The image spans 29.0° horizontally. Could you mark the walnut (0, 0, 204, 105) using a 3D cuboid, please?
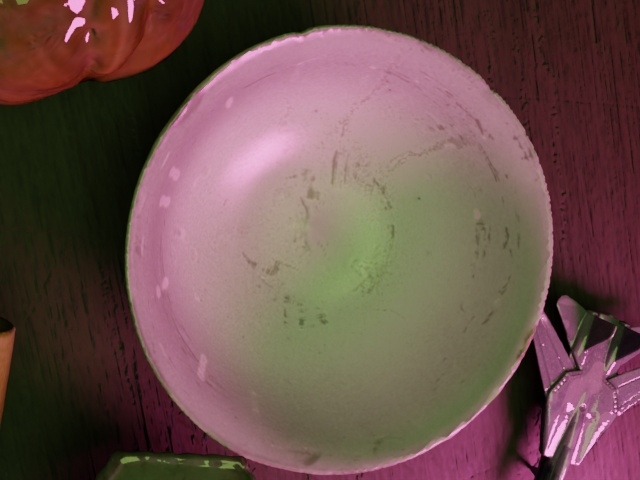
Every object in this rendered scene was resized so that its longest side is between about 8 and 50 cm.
[{"bbox_3d":[-0.256,-0.298,1.089,0.306,0.306,0.344,-14,106,-15],"label":"walnut"}]

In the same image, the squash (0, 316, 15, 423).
[{"bbox_3d":[-0.423,0.210,1.156,0.233,0.210,0.309,11,91,-7],"label":"squash"}]

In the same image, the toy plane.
[{"bbox_3d":[0.290,0.207,1.452,0.212,0.088,0.267,19,101,-18],"label":"toy plane"}]

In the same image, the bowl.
[{"bbox_3d":[0.000,0.000,1.261,0.435,0.196,0.435,-3,100,-17],"label":"bowl"}]

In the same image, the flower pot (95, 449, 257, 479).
[{"bbox_3d":[-0.139,0.323,1.193,0.209,0.189,0.239,-24,73,-12],"label":"flower pot"}]
